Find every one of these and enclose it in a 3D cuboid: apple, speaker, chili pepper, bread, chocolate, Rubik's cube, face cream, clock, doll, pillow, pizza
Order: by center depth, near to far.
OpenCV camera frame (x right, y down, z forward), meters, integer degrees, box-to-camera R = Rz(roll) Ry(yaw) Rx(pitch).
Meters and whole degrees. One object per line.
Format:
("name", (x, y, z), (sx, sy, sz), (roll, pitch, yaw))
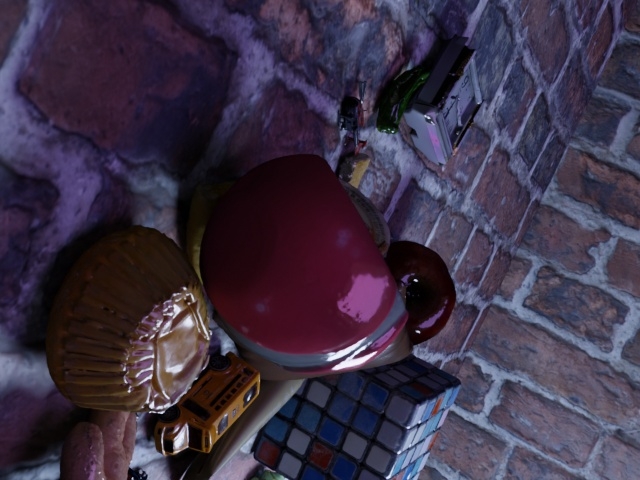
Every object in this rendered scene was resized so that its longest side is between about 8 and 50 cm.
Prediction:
("bread", (-0.232, 0.102, 1.132), (0.240, 0.139, 0.240), (-47, 149, -39))
("doll", (-0.328, 0.322, 1.212), (0.303, 0.156, 0.201), (-83, 168, -46))
("speaker", (-0.014, 0.037, 1.219), (0.294, 0.294, 0.294), (-48, 153, -34))
("pizza", (-0.118, -0.017, 1.362), (0.197, 0.058, 0.292), (-54, 156, -24))
("chocolate", (-0.002, 0.007, 1.522), (0.221, 0.221, 0.147), (-30, 157, -55))
("pillow", (-0.005, 0.147, 1.535), (0.305, 0.308, 0.108), (73, 9, -63))
("face cream", (-0.129, 0.313, 1.663), (0.341, 0.084, 0.137), (-49, -168, -33))
("bread", (0.055, -0.119, 1.674), (0.070, 0.035, 0.083), (-30, 147, -54))
("chili pepper", (0.154, -0.273, 1.707), (0.182, 0.050, 0.073), (-54, 149, -30))
("clock", (0.254, -0.281, 1.877), (0.186, 0.083, 0.253), (-59, 157, -11))
("Rubik's cube", (0.081, 0.369, 1.929), (0.292, 0.293, 0.287), (-6, 120, -67))
("apple", (0.179, 0.122, 1.993), (0.234, 0.234, 0.234), (-48, 153, -34))

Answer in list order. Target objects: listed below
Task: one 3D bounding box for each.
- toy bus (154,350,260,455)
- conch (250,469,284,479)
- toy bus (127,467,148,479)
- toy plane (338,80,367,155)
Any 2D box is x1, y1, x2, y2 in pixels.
("toy bus", (-0.182, 0.273, 1.497), (0.194, 0.088, 0.083), (-45, 152, -40))
("conch", (-0.136, 0.556, 1.947), (0.170, 0.079, 0.106), (-55, 142, -4))
("toy bus", (-0.294, 0.395, 1.411), (0.096, 0.073, 0.235), (-50, 156, -15))
("toy plane", (0.060, -0.202, 1.591), (0.145, 0.037, 0.060), (84, 28, -46))
